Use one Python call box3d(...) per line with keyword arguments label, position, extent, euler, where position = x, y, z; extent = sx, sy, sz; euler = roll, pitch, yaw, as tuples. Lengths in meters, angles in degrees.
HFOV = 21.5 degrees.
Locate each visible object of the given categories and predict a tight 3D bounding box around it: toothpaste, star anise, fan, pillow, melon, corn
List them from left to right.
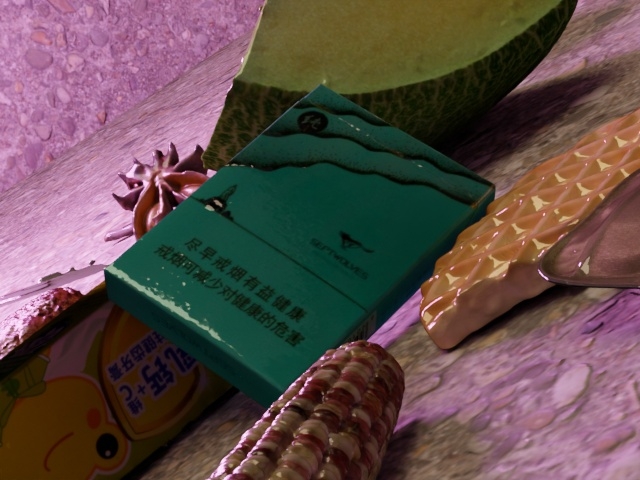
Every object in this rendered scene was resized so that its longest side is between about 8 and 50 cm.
box3d(label="toothpaste", position=(-0.192, 0.137, 1.123), extent=(0.327, 0.110, 0.077), euler=(-40, 13, -35))
box3d(label="fan", position=(-0.178, 0.024, 1.187), extent=(0.329, 0.009, 0.190), euler=(-20, 3, -33))
box3d(label="star anise", position=(-0.174, -0.010, 1.848), extent=(0.227, 0.218, 0.148), euler=(68, -139, -64))
box3d(label="corn", position=(-0.011, 0.122, 0.865), extent=(0.079, 0.079, 0.237), euler=(-24, 11, 28))
box3d(label="melon", position=(0.026, -0.152, 1.507), extent=(0.331, 0.226, 0.343), euler=(-29, -13, -17))
box3d(label="pillow", position=(0.217, -0.008, 0.875), extent=(0.130, 0.033, 0.217), euler=(-40, 25, -26))

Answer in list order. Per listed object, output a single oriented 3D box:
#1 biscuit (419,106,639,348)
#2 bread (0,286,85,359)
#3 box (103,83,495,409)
box3d(label="biscuit", position=(0.198, -0.042, 1.072), extent=(0.309, 0.040, 0.204), euler=(-28, 13, 12))
box3d(label="bread", position=(-0.291, 0.106, 1.571), extent=(0.193, 0.064, 0.193), euler=(-32, 11, 7))
box3d(label="box", position=(-0.011, 0.001, 1.141), extent=(0.226, 0.161, 0.042), euler=(-43, -27, -30))
